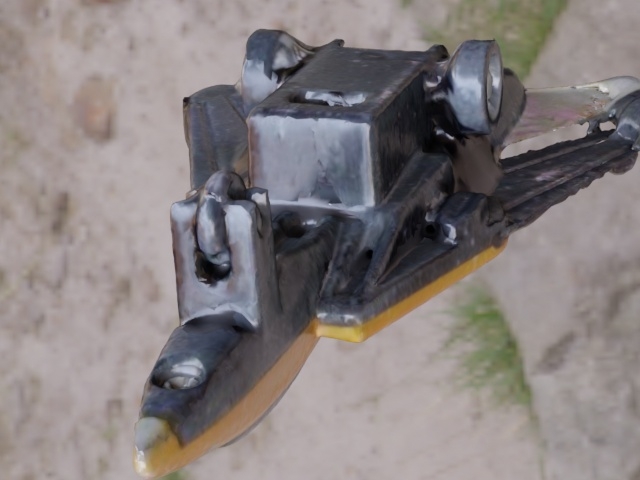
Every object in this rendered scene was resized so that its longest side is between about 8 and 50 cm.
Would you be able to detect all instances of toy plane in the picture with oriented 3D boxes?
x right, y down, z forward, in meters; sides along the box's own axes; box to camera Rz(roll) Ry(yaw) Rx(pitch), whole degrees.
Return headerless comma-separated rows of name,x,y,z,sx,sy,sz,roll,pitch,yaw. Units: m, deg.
toy plane,-0.001,-0.012,0.624,0.204,0.316,0.103,3,105,19
